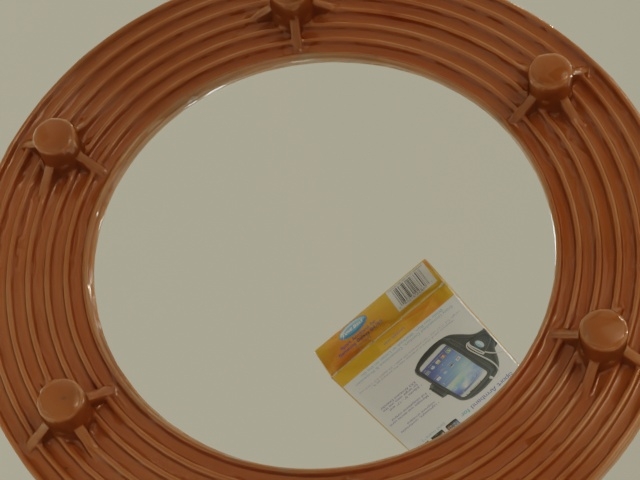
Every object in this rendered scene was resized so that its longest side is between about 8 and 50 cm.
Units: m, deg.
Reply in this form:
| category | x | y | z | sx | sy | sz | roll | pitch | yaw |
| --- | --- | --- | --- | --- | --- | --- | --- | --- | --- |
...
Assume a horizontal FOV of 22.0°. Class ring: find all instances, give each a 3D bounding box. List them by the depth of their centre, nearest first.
| category | x | y | z | sx | sy | sz | roll | pitch | yaw |
| --- | --- | --- | --- | --- | --- | --- | --- | --- | --- |
| ring | 0.000 | 0.000 | 0.762 | 0.336 | 0.032 | 0.337 | -3 | -119 | 5 |

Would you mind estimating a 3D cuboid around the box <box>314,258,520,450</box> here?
| category | x | y | z | sx | sy | sz | roll | pitch | yaw |
| --- | --- | --- | --- | --- | --- | --- | --- | --- | --- |
| box | 0.065 | 0.077 | 0.933 | 0.081 | 0.136 | 0.028 | -40 | -135 | 3 |
